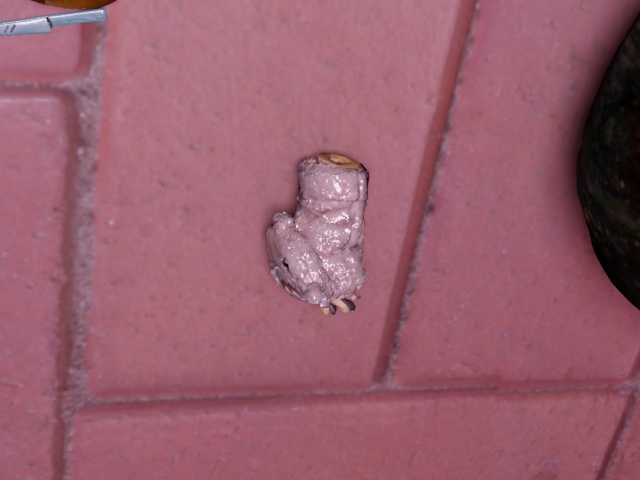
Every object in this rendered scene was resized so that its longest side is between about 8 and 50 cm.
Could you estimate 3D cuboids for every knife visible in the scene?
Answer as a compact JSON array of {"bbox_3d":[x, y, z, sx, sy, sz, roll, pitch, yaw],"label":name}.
[{"bbox_3d":[-0.211,-0.167,0.767,0.091,0.005,0.014,-10,121,-12],"label":"knife"}]

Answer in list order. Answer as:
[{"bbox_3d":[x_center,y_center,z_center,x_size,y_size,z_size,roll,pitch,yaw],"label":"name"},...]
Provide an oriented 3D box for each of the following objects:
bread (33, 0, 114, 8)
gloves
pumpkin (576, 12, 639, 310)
[{"bbox_3d":[-0.180,-0.231,0.716,0.126,0.044,0.129,5,122,-20],"label":"bread"},{"bbox_3d":[-0.001,-0.006,0.883,0.094,0.110,0.144,8,88,-14],"label":"gloves"},{"bbox_3d":[0.444,-0.086,0.834,0.455,0.344,0.454,-7,140,-6],"label":"pumpkin"}]
